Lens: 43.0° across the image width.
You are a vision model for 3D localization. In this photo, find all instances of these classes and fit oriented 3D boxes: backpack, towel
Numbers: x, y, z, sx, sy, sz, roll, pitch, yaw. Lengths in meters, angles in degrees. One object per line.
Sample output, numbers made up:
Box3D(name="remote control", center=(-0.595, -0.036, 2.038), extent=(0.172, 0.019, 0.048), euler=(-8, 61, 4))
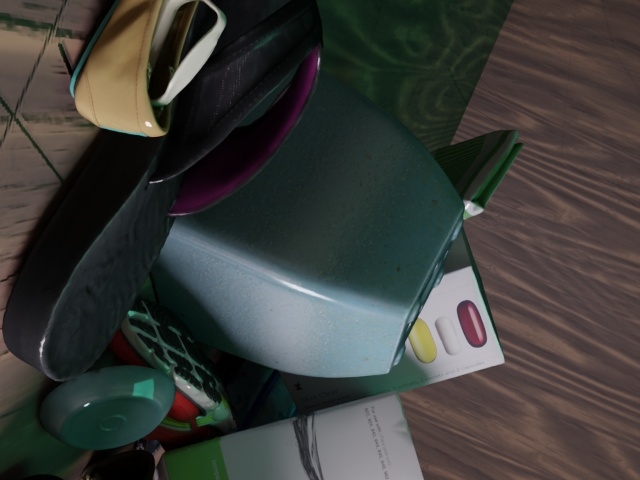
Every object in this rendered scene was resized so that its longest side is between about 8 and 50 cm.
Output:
Box3D(name="backpack", center=(-0.077, 0.284, 1.194), extent=(0.355, 0.273, 0.290), euler=(-32, 155, -47))
Box3D(name="towel", center=(0.088, -0.058, 1.080), extent=(0.248, 0.325, 0.038), euler=(-49, 121, -52))

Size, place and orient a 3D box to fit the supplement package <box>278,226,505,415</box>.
Box3D(name="supplement package", center=(0.075, 0.081, 1.038), extent=(0.204, 0.262, 0.145), euler=(-87, 156, -63))

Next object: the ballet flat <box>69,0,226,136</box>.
Box3D(name="ballet flat", center=(-0.085, -0.175, 0.534), extent=(0.232, 0.073, 0.080), euler=(-66, 169, 5))

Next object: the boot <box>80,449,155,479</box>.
Box3D(name="boot", center=(-0.251, 0.328, 0.859), extent=(0.165, 0.077, 0.213), euler=(-70, 169, 17))

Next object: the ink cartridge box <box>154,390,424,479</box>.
Box3D(name="ink cartridge box", center=(-0.044, 0.275, 0.942), extent=(0.198, 0.273, 0.114), euler=(122, -46, -65))

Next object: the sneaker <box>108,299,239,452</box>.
Box3D(name="sneaker", center=(-0.165, 0.161, 0.832), extent=(0.118, 0.107, 0.279), euler=(-27, 147, -6))

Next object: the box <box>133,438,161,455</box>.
Box3D(name="box", center=(-0.201, 0.230, 1.011), extent=(0.083, 0.018, 0.067), euler=(-49, 161, -52))

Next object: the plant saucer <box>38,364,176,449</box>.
Box3D(name="plant saucer", center=(-0.185, 0.153, 0.716), extent=(0.119, 0.119, 0.021), euler=(90, -18, -50))

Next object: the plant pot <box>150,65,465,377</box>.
Box3D(name="plant pot", center=(0.000, 0.000, 0.836), extent=(0.247, 0.252, 0.248), euler=(-59, 168, -28))

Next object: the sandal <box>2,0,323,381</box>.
Box3D(name="sandal", center=(-0.083, -0.086, 0.641), extent=(0.445, 0.107, 0.167), euler=(-64, 169, -7))

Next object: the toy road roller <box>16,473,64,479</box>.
Box3D(name="toy road roller", center=(-0.218, 0.383, 0.693), extent=(0.240, 0.202, 0.329), euler=(-45, 136, -12))
